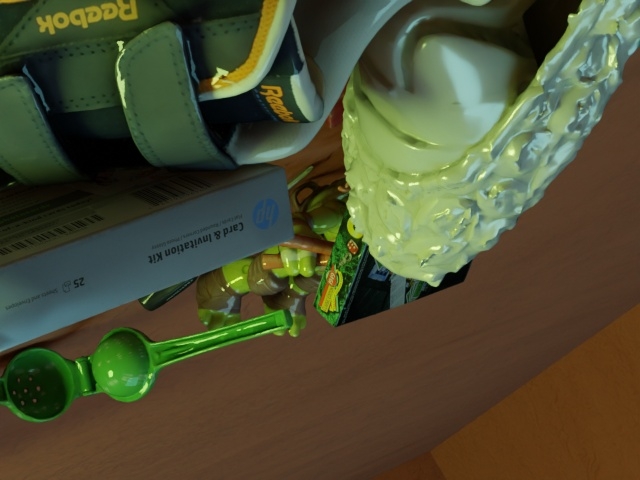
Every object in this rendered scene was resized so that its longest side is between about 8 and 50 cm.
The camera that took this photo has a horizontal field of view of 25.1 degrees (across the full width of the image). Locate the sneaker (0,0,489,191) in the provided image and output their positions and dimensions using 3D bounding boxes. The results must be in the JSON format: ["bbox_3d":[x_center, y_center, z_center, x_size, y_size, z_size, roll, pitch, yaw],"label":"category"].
[{"bbox_3d":[-0.079,-0.080,0.580,0.321,0.127,0.126,-30,167,4],"label":"sneaker"}]

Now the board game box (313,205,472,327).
[{"bbox_3d":[0.084,-0.068,0.916,0.136,0.030,0.260,-13,133,-42],"label":"board game box"}]

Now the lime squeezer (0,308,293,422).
[{"bbox_3d":[-0.176,0.090,1.060,0.310,0.059,0.110,-11,155,-6],"label":"lime squeezer"}]

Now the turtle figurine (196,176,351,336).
[{"bbox_3d":[0.000,0.000,1.069,0.217,0.087,0.269,-35,167,38],"label":"turtle figurine"}]

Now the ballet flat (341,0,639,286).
[{"bbox_3d":[0.094,-0.142,0.668,0.147,0.147,0.409,-13,145,-48],"label":"ballet flat"}]

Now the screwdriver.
[{"bbox_3d":[-0.068,-0.001,1.065,0.170,0.024,0.025,-35,135,11],"label":"screwdriver"}]

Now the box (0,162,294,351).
[{"bbox_3d":[-0.124,-0.015,0.658,0.145,0.038,0.186,-21,-154,-31],"label":"box"}]

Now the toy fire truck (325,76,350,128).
[{"bbox_3d":[-0.033,-0.098,0.754,0.135,0.047,0.192,-28,164,-11],"label":"toy fire truck"}]
